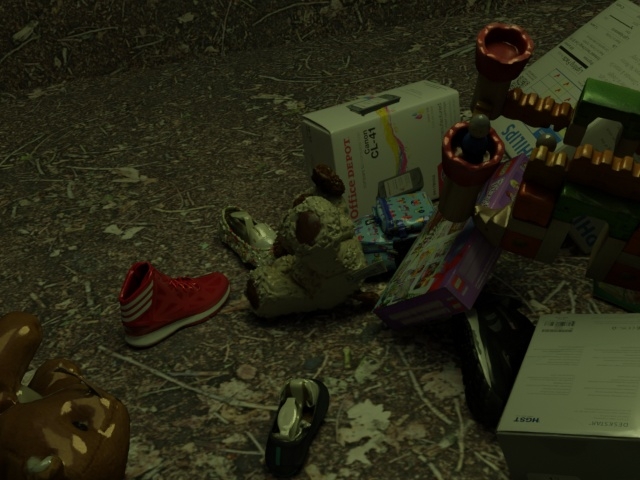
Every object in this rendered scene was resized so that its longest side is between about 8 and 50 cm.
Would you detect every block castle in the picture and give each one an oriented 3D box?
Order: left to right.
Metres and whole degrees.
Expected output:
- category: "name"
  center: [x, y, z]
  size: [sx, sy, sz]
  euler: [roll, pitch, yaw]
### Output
- category: "block castle"
  center: [0.410, -0.129, 1.284]
  size: [0.454, 0.212, 0.303]
  euler: [18, 58, 8]

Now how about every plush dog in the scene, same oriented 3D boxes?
- category: "plush dog"
  center: [0.000, 0.000, 1.540]
  size: [0.211, 0.262, 0.225]
  euler: [15, 44, -25]

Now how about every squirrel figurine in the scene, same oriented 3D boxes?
- category: "squirrel figurine"
  center: [-0.438, 0.282, 1.110]
  size: [0.371, 0.281, 0.397]
  euler: [21, 51, 25]

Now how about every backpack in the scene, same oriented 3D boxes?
- category: "backpack"
  center: [0.124, -0.009, 1.628]
  size: [0.174, 0.116, 0.158]
  euler: [-7, 27, 5]

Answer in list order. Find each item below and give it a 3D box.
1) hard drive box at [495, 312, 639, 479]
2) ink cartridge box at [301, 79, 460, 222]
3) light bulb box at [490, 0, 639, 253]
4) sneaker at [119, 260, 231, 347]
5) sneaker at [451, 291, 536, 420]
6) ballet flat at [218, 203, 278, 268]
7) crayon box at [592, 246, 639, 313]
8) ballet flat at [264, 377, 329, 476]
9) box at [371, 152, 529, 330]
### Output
- category: "hard drive box"
  center: [0.348, 0.197, 1.142]
  size: [0.181, 0.089, 0.232]
  euler: [-4, 32, 33]
- category: "ink cartridge box"
  center: [0.133, -0.176, 1.826]
  size: [0.306, 0.226, 0.131]
  euler: [-21, 29, -23]
- category: "light bulb box"
  center: [0.530, -0.224, 1.673]
  size: [0.361, 0.225, 0.358]
  euler: [-37, 25, 13]
- category: "sneaker"
  center: [-0.246, 0.080, 1.524]
  size: [0.087, 0.128, 0.221]
  euler: [16, 37, 35]
- category: "sneaker"
  center: [0.267, 0.153, 1.303]
  size: [0.124, 0.107, 0.283]
  euler: [0, 28, 1]
- category: "ballet flat"
  center: [-0.130, -0.006, 1.720]
  size: [0.091, 0.077, 0.241]
  euler: [-23, 32, -30]
- category: "crayon box"
  center: [0.672, 0.045, 1.408]
  size: [0.313, 0.106, 0.363]
  euler: [-25, 33, -32]
- category: "ballet flat"
  center: [-0.031, 0.236, 1.242]
  size: [0.074, 0.074, 0.203]
  euler: [1, 28, 14]
- category: "box"
  center: [0.220, 0.004, 1.432]
  size: [0.293, 0.057, 0.201]
  euler: [-55, 15, -29]
